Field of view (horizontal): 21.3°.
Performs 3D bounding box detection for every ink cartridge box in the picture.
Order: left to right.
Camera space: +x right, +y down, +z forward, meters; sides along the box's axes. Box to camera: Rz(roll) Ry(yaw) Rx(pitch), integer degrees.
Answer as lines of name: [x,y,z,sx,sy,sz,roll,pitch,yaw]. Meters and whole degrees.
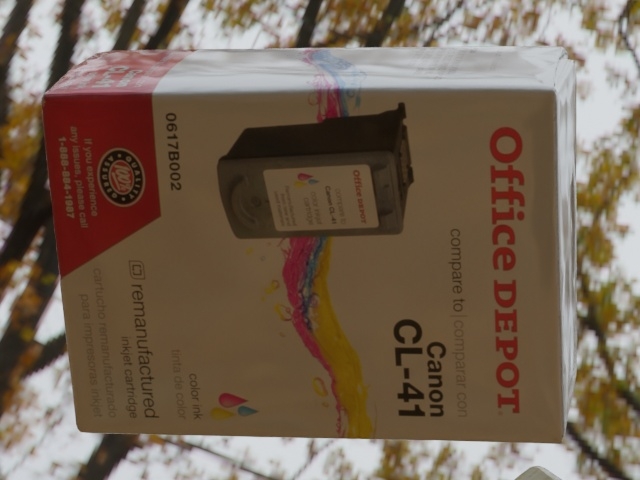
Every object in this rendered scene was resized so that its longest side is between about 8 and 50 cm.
ink cartridge box: [0.000,0.000,1.047,0.306,0.131,0.226,0,-73,13]

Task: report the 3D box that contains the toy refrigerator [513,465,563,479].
toy refrigerator: [0.109,0.194,0.477,0.094,0.102,0.269,-38,-57,-12]
